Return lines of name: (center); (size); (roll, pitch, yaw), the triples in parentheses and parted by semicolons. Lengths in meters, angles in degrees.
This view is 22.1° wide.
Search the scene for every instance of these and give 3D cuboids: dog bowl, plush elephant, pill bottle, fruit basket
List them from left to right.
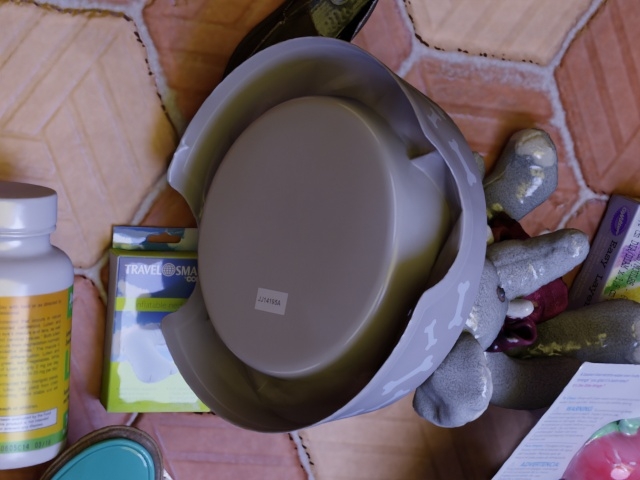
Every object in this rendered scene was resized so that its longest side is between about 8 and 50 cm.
pill bottle: (-0.296, 0.074, 1.502); (0.136, 0.136, 0.245); (0, 101, -18)
dog bowl: (0.000, 0.000, 1.459); (0.102, 0.349, 0.348); (11, 98, -44)
plush elephant: (0.152, 0.042, 1.562); (0.330, 0.255, 0.272); (-22, 84, -4)
fruit basket: (0.259, 0.247, 1.646); (0.327, 0.165, 0.353); (7, 121, -41)

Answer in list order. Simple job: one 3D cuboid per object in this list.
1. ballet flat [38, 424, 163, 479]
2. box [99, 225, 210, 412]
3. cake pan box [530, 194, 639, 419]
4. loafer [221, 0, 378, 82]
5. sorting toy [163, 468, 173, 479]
ballet flat: (-0.242, 0.306, 1.572); (0.116, 0.124, 0.342); (22, 105, -4)
box: (-0.155, 0.078, 1.600); (0.109, 0.042, 0.178); (1, 101, -20)
cake pan box: (0.380, 0.104, 1.770); (0.246, 0.070, 0.267); (21, 94, -23)
loafer: (-0.017, -0.191, 1.569); (0.080, 0.078, 0.220); (36, 89, -21)
sorting toy: (-0.178, 0.264, 1.634); (0.075, 0.045, 0.083); (-34, 103, 1)
